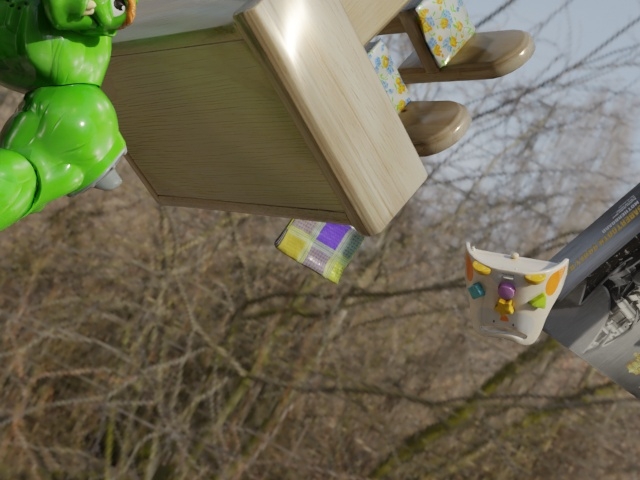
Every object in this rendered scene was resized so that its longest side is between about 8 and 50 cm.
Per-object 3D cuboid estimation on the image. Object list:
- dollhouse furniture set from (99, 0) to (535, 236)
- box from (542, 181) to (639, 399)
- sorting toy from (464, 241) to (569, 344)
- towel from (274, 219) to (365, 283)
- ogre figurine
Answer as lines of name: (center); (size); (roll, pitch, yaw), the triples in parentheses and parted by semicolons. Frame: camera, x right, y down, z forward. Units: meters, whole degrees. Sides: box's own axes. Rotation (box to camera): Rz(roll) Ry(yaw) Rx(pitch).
dollhouse furniture set: (0.017, -0.127, 0.459); (0.161, 0.242, 0.212); (8, -42, 48)
box: (0.339, 0.059, 0.918); (0.231, 0.183, 0.056); (34, 22, -29)
sorting toy: (0.152, 0.048, 0.744); (0.083, 0.075, 0.045); (10, 29, 18)
towel: (0.000, 0.000, 0.883); (0.083, 0.060, 0.009); (34, -2, -29)
ogre figurine: (-0.130, -0.087, 0.331); (0.118, 0.197, 0.097); (-7, -17, -43)
